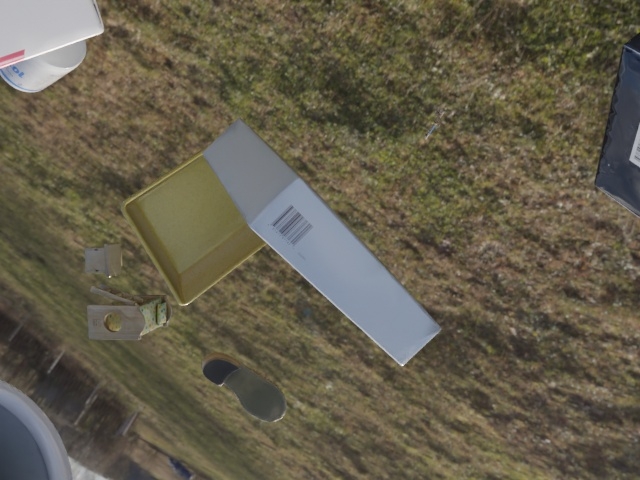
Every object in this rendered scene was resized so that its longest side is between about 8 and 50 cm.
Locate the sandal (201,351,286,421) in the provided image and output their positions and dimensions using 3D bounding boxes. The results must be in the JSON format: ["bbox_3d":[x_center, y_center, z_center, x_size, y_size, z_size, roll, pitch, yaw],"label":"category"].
[{"bbox_3d":[-0.159,0.290,1.224,0.240,0.088,0.079,46,-171,-33],"label":"sandal"}]

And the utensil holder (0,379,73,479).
[{"bbox_3d":[-0.534,0.334,0.659,0.386,0.327,0.327,-20,130,34],"label":"utensil holder"}]

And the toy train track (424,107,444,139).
[{"bbox_3d":[0.234,-0.244,1.208,0.014,0.048,0.083,15,142,-11],"label":"toy train track"}]

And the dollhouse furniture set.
[{"bbox_3d":[-0.321,0.078,1.033,0.101,0.160,0.182,-1,-176,10],"label":"dollhouse furniture set"}]

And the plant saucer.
[{"bbox_3d":[-0.285,-0.062,1.395,0.081,0.333,0.332,28,148,43],"label":"plant saucer"}]

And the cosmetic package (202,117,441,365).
[{"bbox_3d":[0.000,0.000,0.913,0.377,0.097,0.284,45,180,-35],"label":"cosmetic package"}]

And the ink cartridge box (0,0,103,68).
[{"bbox_3d":[-0.324,-0.247,0.538,0.218,0.159,0.092,44,154,38],"label":"ink cartridge box"}]

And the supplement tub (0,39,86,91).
[{"bbox_3d":[-0.338,-0.225,0.695,0.107,0.071,0.071,-8,137,44],"label":"supplement tub"}]

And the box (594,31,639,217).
[{"bbox_3d":[0.616,-0.220,0.877,0.179,0.313,0.343,50,174,33],"label":"box"}]
